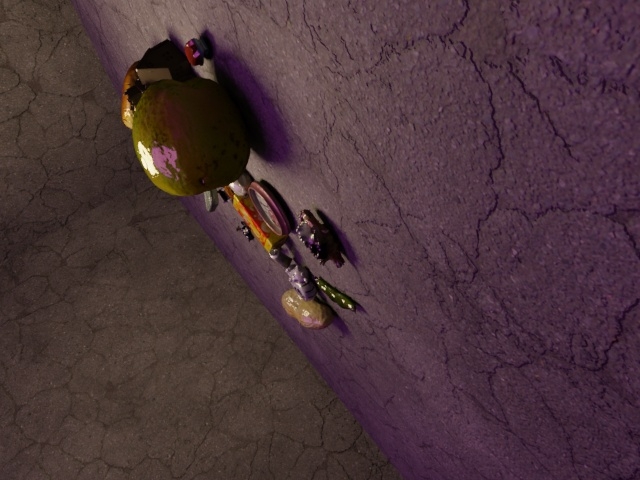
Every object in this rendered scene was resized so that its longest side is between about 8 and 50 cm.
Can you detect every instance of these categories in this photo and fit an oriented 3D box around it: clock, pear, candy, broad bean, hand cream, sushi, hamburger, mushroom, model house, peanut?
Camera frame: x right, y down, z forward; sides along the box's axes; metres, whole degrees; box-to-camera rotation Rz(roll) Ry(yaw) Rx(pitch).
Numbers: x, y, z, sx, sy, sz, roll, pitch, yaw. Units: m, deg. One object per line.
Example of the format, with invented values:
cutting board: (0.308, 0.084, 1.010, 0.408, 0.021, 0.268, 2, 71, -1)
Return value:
clock: (-0.072, 0.182, 2.064, 0.176, 0.080, 0.117, 59, 161, -9)
pear: (-0.418, -0.338, 1.542, 0.391, 0.391, 0.391, 47, 161, 22)
candy: (-0.256, -0.087, 2.030, 0.276, 0.088, 0.146, 53, 161, 7)
broad bean: (0.059, 0.213, 1.843, 0.298, 0.043, 0.060, 31, 141, 54)
hand cream: (-0.165, 0.080, 2.052, 0.042, 0.067, 0.194, 10, 165, 24)
sushi: (-0.002, 0.002, 1.518, 0.226, 0.103, 0.097, 49, 165, -10)
hamburger: (-0.715, -0.596, 1.985, 0.314, 0.170, 0.289, -98, 24, -67)
clock: (-0.192, -0.123, 1.850, 0.244, 0.056, 0.244, 49, 164, 19)
mushroom: (-0.369, -0.285, 1.964, 0.278, 0.096, 0.099, 47, 116, 27)
model house: (-0.579, -0.551, 1.743, 0.204, 0.243, 0.211, 47, 161, 23)
peanut: (-0.058, 0.309, 2.159, 0.313, 0.149, 0.149, 25, 146, 54)

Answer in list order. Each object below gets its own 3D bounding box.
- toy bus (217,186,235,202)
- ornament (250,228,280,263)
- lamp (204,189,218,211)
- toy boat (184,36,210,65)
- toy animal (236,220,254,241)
toy bus: (-0.431, -0.224, 2.249, 0.069, 0.074, 0.162, 57, 162, -13)
ornament: (-0.239, 0.018, 2.223, 0.230, 0.061, 0.245, 52, 167, -1)
lamp: (-0.531, -0.282, 2.285, 0.266, 0.047, 0.268, 158, 103, -74)
toy boat: (-0.378, -0.582, 1.482, 0.069, 0.059, 0.173, 60, 169, -14)
toy animal: (-0.386, -0.048, 2.510, 0.108, 0.062, 0.220, 33, 158, 6)
